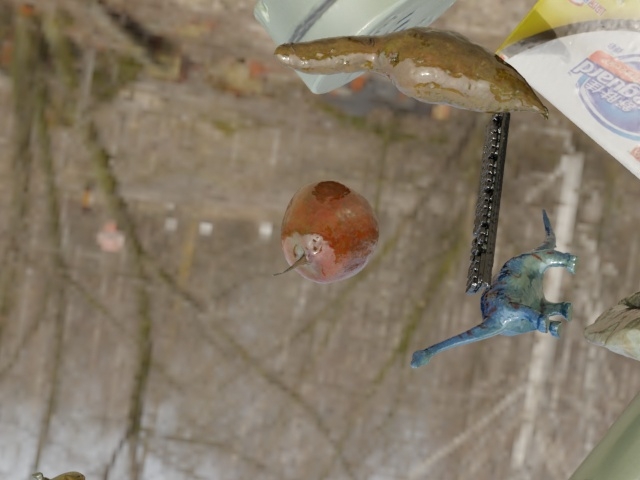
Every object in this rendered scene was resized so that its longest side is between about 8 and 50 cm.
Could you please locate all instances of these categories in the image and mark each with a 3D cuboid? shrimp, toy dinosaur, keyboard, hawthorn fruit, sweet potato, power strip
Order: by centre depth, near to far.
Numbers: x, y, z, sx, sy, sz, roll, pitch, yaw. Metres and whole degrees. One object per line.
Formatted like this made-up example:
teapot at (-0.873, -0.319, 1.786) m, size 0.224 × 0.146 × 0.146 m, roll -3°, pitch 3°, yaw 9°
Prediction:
shrimp at (0.360, 0.044, 1.391) m, size 0.247 × 0.085 × 0.360 m, roll -13°, pitch -175°, yaw 30°
sweet potato at (0.091, -0.171, 1.542) m, size 0.269 × 0.075 × 0.075 m, roll 11°, pitch 180°, yaw 3°
keyboard at (0.173, -0.040, 1.689) m, size 0.018 × 0.196 × 0.060 m, roll 11°, pitch 163°, yaw -9°
toy dinosaur at (0.256, 0.073, 2.007) m, size 0.144 × 0.076 × 0.329 m, roll 16°, pitch -132°, yaw 36°
hawthorn fruit at (0.013, 0.001, 2.282) m, size 0.149 × 0.149 × 0.189 m, roll 8°, pitch -142°, yaw -5°
power strip at (0.086, -0.382, 2.396) m, size 0.161 × 0.357 × 0.357 m, roll 53°, pitch -174°, yaw 5°

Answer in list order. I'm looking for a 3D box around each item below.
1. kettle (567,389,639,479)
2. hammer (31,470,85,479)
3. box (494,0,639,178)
kettle at (0.441, 0.301, 2.047) m, size 0.250 × 0.376 × 0.361 m, roll 50°, pitch 158°, yaw -9°
hammer at (-0.431, 0.394, 2.115) m, size 0.305 × 0.113 × 0.202 m, roll -37°, pitch 175°, yaw 13°
box at (0.335, -0.177, 1.652) m, size 0.265 × 0.168 × 0.097 m, roll 43°, pitch -151°, yaw 2°
